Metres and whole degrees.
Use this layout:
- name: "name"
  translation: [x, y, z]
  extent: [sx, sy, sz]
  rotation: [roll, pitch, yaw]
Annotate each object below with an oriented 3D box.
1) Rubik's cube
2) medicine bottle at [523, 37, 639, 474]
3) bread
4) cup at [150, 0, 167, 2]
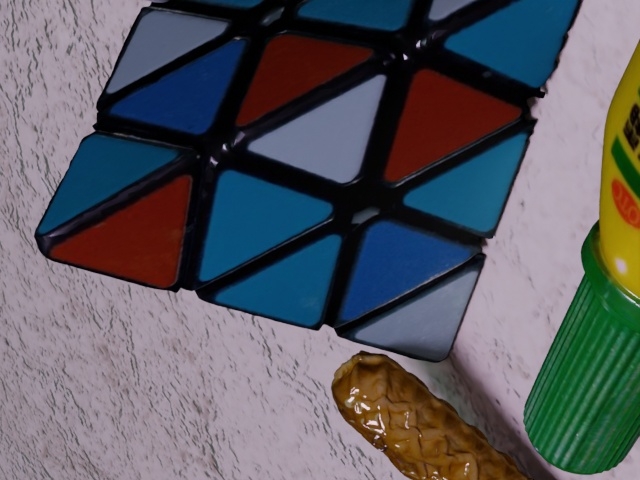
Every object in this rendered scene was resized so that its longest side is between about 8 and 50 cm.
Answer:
- name: "Rubik's cube"
  translation: [0.000, 0.000, 0.942]
  extent: [0.284, 0.250, 0.234]
  rotation: [12, 141, 43]
- name: "medicine bottle"
  translation: [0.157, -0.006, 0.801]
  extent: [0.111, 0.076, 0.309]
  rotation: [47, 143, 24]
- name: "bread"
  translation: [0.069, 0.117, 0.986]
  extent: [0.157, 0.044, 0.052]
  rotation: [42, -174, -2]
- name: "cup"
  translation: [-0.083, -0.216, 0.927]
  extent: [0.134, 0.173, 0.142]
  rotation: [37, 105, -4]
